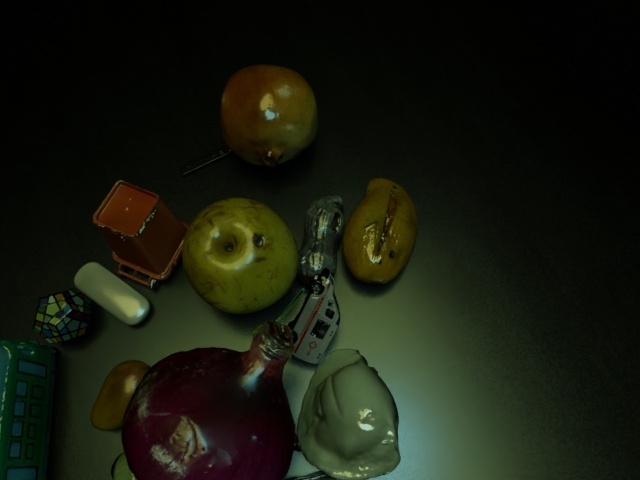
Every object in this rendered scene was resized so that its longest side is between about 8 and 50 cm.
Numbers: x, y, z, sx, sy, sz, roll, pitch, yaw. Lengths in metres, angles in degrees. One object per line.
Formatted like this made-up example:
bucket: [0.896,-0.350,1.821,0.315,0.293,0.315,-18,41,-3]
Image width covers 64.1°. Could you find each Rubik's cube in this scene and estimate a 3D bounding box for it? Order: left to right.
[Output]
Rubik's cube: [-0.594,0.174,1.181,0.132,0.133,0.112,16,39,7]

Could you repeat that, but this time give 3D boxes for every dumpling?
dumpling: [0.052,0.373,1.089,0.226,0.243,0.175,-30,104,5]

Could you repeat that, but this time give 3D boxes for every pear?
pear: [-0.182,0.033,1.159,0.280,0.281,0.281,0,67,0]

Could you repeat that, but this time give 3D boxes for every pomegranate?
pomegranate: [-0.130,-0.312,1.312,0.263,0.264,0.265,0,67,0]

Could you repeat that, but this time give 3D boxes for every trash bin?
trash bin: [-0.421,-0.013,1.190,0.161,0.239,0.185,22,70,9]

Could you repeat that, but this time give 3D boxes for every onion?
onion: [-0.174,0.314,0.971,0.347,0.347,0.385,37,99,14]

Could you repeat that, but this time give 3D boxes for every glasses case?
glasses case: [-0.501,0.127,1.231,0.204,0.051,0.081,35,73,10]

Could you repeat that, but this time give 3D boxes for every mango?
mango: [-0.431,0.343,1.125,0.111,0.089,0.163,16,77,19]
mango: [0.151,-0.032,1.260,0.176,0.120,0.295,15,68,3]

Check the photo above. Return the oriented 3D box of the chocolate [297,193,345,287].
chocolate: [0.000,0.000,1.259,0.110,0.110,0.248,12,68,5]

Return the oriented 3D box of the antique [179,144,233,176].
antique: [-0.295,-0.228,1.401,0.191,0.015,0.031,-28,70,-11]

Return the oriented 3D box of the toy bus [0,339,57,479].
toy bus: [-0.680,0.368,1.055,0.183,0.199,0.344,-8,66,-2]

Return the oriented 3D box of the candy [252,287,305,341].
candy: [-0.091,0.175,1.159,0.058,0.062,0.194,42,115,11]

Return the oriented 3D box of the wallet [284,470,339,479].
wallet: [-0.080,0.578,1.022,0.317,0.045,0.173,-11,65,-15]

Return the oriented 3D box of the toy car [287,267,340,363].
toy car: [-0.004,0.170,1.155,0.108,0.089,0.210,27,96,0]

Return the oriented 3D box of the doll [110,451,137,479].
doll: [-0.349,0.518,1.014,0.143,0.135,0.235,-9,61,-6]
